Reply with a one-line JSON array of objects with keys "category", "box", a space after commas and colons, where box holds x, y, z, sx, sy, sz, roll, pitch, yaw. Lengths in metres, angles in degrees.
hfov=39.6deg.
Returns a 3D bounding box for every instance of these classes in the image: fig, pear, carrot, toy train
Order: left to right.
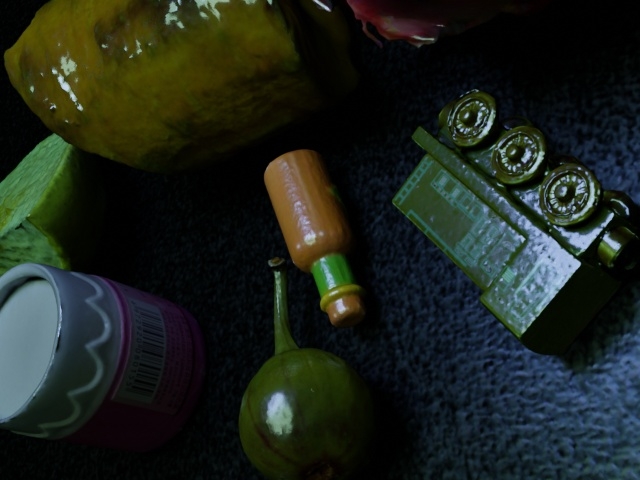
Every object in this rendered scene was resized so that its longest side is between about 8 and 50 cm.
[{"category": "pear", "box": [-0.361, -0.029, 1.152, 0.288, 0.139, 0.239, -27, 41, 36]}, {"category": "carrot", "box": [-0.130, -0.200, 0.940, 0.341, 0.241, 0.241, -17, 62, 33]}, {"category": "fig", "box": [-0.025, 0.114, 0.806, 0.124, 0.124, 0.236, -41, 44, 21]}, {"category": "toy train", "box": [0.152, -0.024, 0.726, 0.137, 0.090, 0.225, -54, 47, 14]}]

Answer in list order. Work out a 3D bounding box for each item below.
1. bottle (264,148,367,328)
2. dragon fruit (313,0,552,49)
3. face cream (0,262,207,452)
[{"category": "bottle", "box": [0.000, 0.000, 0.863, 0.069, 0.069, 0.187, -35, 56, 25]}, {"category": "dragon fruit", "box": [0.114, -0.315, 0.680, 0.386, 0.371, 0.249, -60, 34, 29]}, {"category": "face cream", "box": [-0.245, 0.125, 0.934, 0.175, 0.195, 0.175, -17, 61, 34]}]
